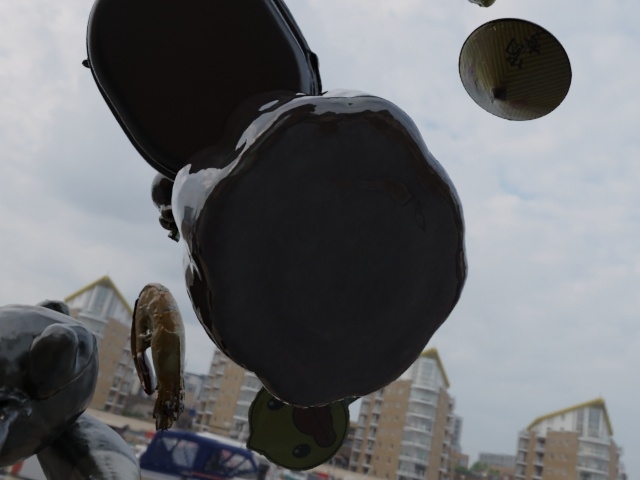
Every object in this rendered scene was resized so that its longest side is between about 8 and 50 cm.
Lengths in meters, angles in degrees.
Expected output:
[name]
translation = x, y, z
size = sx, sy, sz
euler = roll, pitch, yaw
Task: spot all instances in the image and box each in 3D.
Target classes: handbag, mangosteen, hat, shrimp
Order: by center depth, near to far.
[handbag]
translation = -0.140, -0.210, 0.764
size = 0.308, 0.253, 0.093
euler = 59, -8, -2
[shrimp]
translation = -0.261, 0.183, 0.967
size = 0.132, 0.236, 0.053
euler = -21, -19, 29
[hat]
translation = 0.302, -0.257, 1.008
size = 0.193, 0.082, 0.193
euler = 25, -35, 19
[mangosteen]
translation = -0.251, -0.069, 1.131
size = 0.137, 0.152, 0.137
euler = 9, -22, 4

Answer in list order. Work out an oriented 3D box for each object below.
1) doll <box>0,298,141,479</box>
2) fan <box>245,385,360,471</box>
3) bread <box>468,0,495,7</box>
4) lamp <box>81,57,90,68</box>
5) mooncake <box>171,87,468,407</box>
[doll]
translation = -0.364, 0.233, 0.852
size = 0.378, 0.252, 0.382
euler = 39, -19, -21
[fan]
translation = -0.006, 0.361, 1.290
size = 0.334, 0.230, 0.011
euler = -26, 14, 0
[bread]
translation = 0.177, -0.451, 0.858
size = 0.361, 0.138, 0.077
euler = 7, 30, -48
[lamp]
translation = -0.283, -0.273, 1.049
size = 0.118, 0.119, 0.253
euler = -4, -23, 39
[mooncake]
translation = 0.000, 0.000, 0.617
size = 0.306, 0.306, 0.154
euler = 26, 6, -31
